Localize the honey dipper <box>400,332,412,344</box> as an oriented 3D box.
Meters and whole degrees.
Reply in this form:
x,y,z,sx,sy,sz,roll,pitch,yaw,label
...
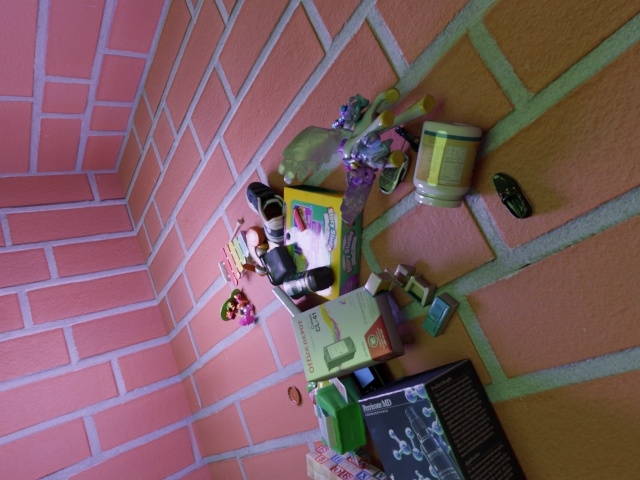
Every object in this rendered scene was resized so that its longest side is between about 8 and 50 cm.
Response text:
x,y,z,sx,sy,sz,roll,pitch,yaw,label
0.237,0.334,1.421,0.160,0.030,0.031,-42,66,51,honey dipper

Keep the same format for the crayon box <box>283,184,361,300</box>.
x,y,z,sx,sy,sz,roll,pitch,yaw,label
0.000,0.000,1.570,0.313,0.106,0.364,18,112,46,crayon box

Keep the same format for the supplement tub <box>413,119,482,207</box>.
x,y,z,sx,sy,sz,roll,pitch,yaw,label
0.315,-0.195,1.110,0.144,0.144,0.200,28,119,44,supplement tub

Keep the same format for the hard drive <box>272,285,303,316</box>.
x,y,z,sx,sy,sz,roll,pitch,yaw,label
-0.059,0.320,1.678,0.307,0.040,0.203,43,168,36,hard drive

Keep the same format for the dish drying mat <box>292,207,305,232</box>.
x,y,z,sx,sy,sz,roll,pitch,yaw,label
-0.079,-0.072,1.554,0.032,0.008,0.083,-37,70,46,dish drying mat

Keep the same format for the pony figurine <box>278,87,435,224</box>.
x,y,z,sx,sy,sz,roll,pitch,yaw,label
0.104,-0.260,1.234,0.363,0.302,0.351,0,57,61,pony figurine

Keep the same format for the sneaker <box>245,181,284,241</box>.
x,y,z,sx,sy,sz,roll,pitch,yaw,label
-0.208,-0.151,1.744,0.321,0.126,0.128,57,156,34,sneaker

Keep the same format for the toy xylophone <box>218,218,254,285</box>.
x,y,z,sx,sy,sz,roll,pitch,yaw,label
-0.394,0.053,2.079,0.236,0.081,0.323,57,136,26,toy xylophone

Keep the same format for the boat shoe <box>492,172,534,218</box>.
x,y,z,sx,sy,sz,roll,pitch,yaw,label
0.453,-0.109,1.046,0.049,0.042,0.133,-52,58,45,boat shoe

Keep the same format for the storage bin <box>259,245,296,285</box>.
x,y,z,sx,sy,sz,roll,pitch,yaw,label
-0.158,0.086,1.631,0.091,0.098,0.135,-42,67,37,storage bin

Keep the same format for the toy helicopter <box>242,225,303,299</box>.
x,y,z,sx,sy,sz,roll,pitch,yaw,label
-0.193,0.108,1.815,0.355,0.140,0.235,51,129,17,toy helicopter

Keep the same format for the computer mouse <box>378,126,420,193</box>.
x,y,z,sx,sy,sz,roll,pitch,yaw,label
0.229,-0.228,1.292,0.106,0.042,0.193,41,122,32,computer mouse

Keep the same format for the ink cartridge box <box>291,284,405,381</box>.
x,y,z,sx,sy,sz,roll,pitch,yaw,label
0.083,0.299,1.397,0.306,0.131,0.226,-26,65,20,ink cartridge box

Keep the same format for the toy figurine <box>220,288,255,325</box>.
x,y,z,sx,sy,sz,roll,pitch,yaw,label
-0.379,0.341,2.131,0.159,0.130,0.173,21,90,32,toy figurine

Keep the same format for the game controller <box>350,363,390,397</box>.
x,y,z,sx,sy,sz,roll,pitch,yaw,label
0.132,0.416,1.534,0.319,0.067,0.166,59,137,24,game controller

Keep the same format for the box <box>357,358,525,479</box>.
x,y,z,sx,sy,sz,roll,pitch,yaw,label
0.332,0.575,1.214,0.293,0.211,0.396,-40,67,48,box

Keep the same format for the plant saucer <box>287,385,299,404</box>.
x,y,z,sx,sy,sz,roll,pitch,yaw,label
-0.117,0.683,1.939,0.083,0.013,0.084,16,111,48,plant saucer

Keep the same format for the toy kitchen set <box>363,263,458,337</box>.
x,y,z,sx,sy,sz,roll,pitch,yaw,label
0.248,0.182,1.260,0.207,0.166,0.122,42,128,37,toy kitchen set

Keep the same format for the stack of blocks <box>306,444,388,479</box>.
x,y,z,sx,sy,sz,roll,pitch,yaw,label
0.109,0.831,1.575,0.297,0.171,0.087,6,103,49,stack of blocks

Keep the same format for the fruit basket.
x,y,z,sx,sy,sz,roll,pitch,yaw,label
0.023,0.609,1.632,0.353,0.165,0.328,19,121,57,fruit basket

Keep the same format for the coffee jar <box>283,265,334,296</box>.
x,y,z,sx,sy,sz,roll,pitch,yaw,label
-0.041,0.140,1.494,0.184,0.096,0.079,-19,88,50,coffee jar
